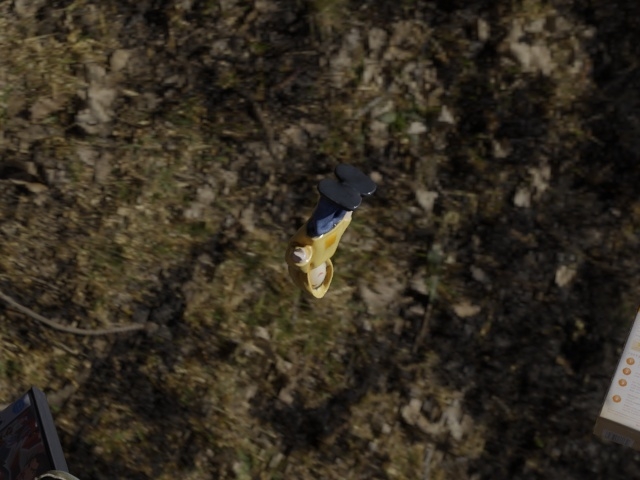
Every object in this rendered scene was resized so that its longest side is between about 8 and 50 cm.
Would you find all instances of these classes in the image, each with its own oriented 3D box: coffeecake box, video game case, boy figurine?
[{"bbox_3d":[0.449,0.181,1.387,0.185,0.142,0.068,-62,161,-24],"label":"coffeecake box"},{"bbox_3d":[-0.510,0.400,1.711,0.248,0.275,0.035,-38,134,4],"label":"video game case"},{"bbox_3d":[0.000,0.000,1.926,0.177,0.092,0.285,-43,162,-45],"label":"boy figurine"}]

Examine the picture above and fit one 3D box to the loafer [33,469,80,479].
[{"bbox_3d":[-0.330,0.400,1.433,0.094,0.251,0.087,-42,145,2],"label":"loafer"}]
